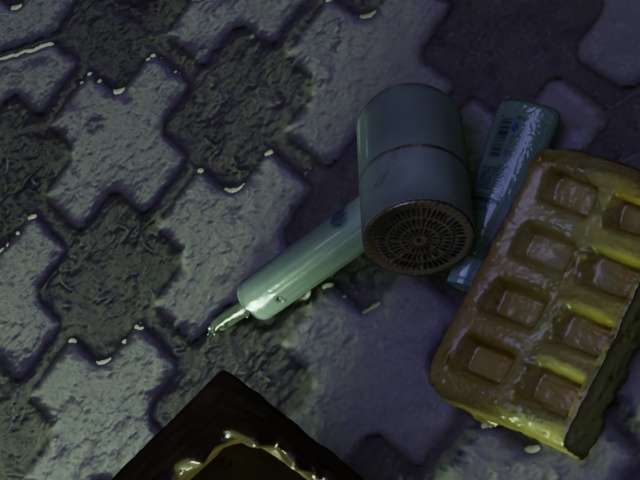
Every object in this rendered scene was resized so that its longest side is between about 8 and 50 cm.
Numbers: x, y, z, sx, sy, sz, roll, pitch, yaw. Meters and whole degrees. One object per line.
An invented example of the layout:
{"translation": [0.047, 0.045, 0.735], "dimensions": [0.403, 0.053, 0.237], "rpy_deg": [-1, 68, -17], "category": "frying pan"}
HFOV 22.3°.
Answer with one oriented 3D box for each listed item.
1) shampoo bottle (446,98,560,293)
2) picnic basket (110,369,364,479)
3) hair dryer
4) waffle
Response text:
{"translation": [0.169, -0.041, 1.554], "dimensions": [0.069, 0.041, 0.191], "rpy_deg": [15, 80, 38], "category": "shampoo bottle"}
{"translation": [-0.083, 0.304, 1.404], "dimensions": [0.291, 0.254, 0.321], "rpy_deg": [-47, 20, 9], "category": "picnic basket"}
{"translation": [0.000, 0.000, 1.617], "dimensions": [0.357, 0.107, 0.173], "rpy_deg": [-35, 37, 30], "category": "hair dryer"}
{"translation": [0.219, 0.049, 1.476], "dimensions": [0.168, 0.057, 0.274], "rpy_deg": [24, 85, 38], "category": "waffle"}
